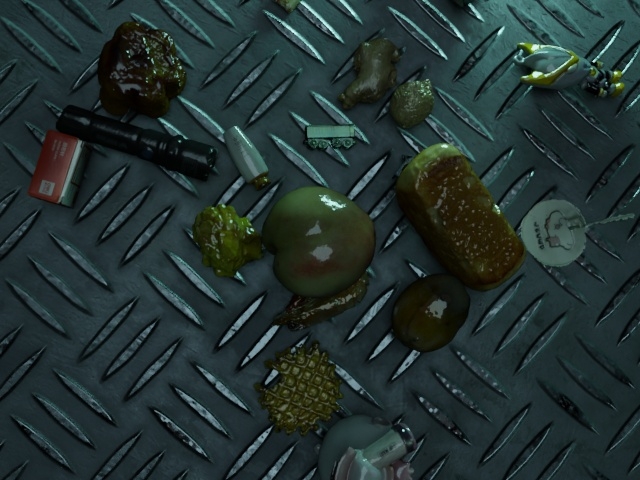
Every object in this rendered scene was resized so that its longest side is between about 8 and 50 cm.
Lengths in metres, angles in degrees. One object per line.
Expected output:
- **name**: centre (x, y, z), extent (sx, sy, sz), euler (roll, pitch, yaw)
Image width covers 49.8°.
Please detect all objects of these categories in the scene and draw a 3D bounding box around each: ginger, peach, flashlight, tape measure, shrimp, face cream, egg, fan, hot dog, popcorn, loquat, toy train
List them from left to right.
- **flashlight**: centre (-0.484, -0.262, 1.819), extent (0.423, 0.103, 0.103), euler (17, 85, -3)
- **popcorn**: centre (-0.245, -0.005, 1.781), extent (0.155, 0.197, 0.198), euler (-35, 89, -21)
- **face cream**: centre (-0.198, -0.221, 1.858), extent (0.072, 0.051, 0.182), euler (-32, 88, -6)
- **shrimp**: centre (-0.009, 0.149, 1.847), extent (0.294, 0.062, 0.154), euler (-31, 76, -8)
- **peach**: centre (0.000, 0.001, 1.745), extent (0.292, 0.247, 0.292), euler (-4, 56, 5)
- **toy train**: centre (0.024, -0.283, 1.885), extent (0.147, 0.038, 0.071), euler (-2, 84, -4)
- **ginger**: centre (0.140, -0.447, 1.887), extent (0.137, 0.074, 0.213), euler (20, 81, 7)
- **egg**: centre (0.248, -0.372, 1.867), extent (0.116, 0.118, 0.140), euler (34, 73, 0)
- **tape measure**: centre (0.254, -0.191, 1.886), extent (0.094, 0.054, 0.091), euler (23, 91, 0)
- **loquat**: centre (0.287, 0.186, 1.799), extent (0.179, 0.179, 0.227), euler (34, 103, -1)
- **hot dog**: centre (0.345, -0.061, 1.795), extent (0.185, 0.223, 0.405), euler (-39, 103, -8)
- **fan**: centre (0.721, -0.037, 1.930), extent (0.328, 0.009, 0.191), euler (-14, 86, -2)

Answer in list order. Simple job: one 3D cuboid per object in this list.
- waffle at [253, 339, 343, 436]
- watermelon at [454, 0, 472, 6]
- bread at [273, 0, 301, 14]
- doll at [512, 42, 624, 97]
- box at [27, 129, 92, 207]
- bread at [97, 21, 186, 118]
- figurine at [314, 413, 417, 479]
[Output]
- **waffle**: centre (-0.054, 0.397, 1.829), extent (0.228, 0.051, 0.232), euler (-23, 89, -8)
- **watermelon**: centre (0.377, -0.824, 1.877), extent (0.188, 0.175, 0.322), euler (-34, 90, -5)
- **bread**: centre (-0.066, -0.706, 1.912), extent (0.068, 0.028, 0.154), euler (38, 83, 1)
- **doll**: centre (0.686, -0.466, 1.914), extent (0.316, 0.103, 0.146), euler (12, 81, -9)
- **box**: centre (-0.666, -0.182, 1.782), extent (0.099, 0.133, 0.182), euler (17, 84, -4)
- **bread**: centre (-0.468, -0.452, 1.814), extent (0.231, 0.135, 0.247), euler (3, 81, -16)
- **figurine**: centre (0.109, 0.539, 1.679), extent (0.210, 0.361, 0.253), euler (27, 80, -1)
